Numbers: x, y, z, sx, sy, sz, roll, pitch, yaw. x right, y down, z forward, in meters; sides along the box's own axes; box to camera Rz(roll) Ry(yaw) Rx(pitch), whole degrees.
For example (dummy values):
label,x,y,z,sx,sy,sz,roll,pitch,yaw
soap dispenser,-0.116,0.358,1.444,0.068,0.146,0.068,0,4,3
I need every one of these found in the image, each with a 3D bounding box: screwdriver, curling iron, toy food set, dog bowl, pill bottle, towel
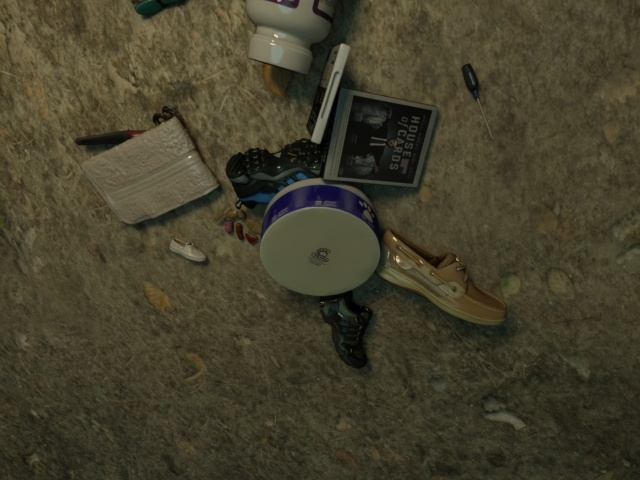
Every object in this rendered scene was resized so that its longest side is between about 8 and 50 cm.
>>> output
label,x,y,z,sx,sy,sz,roll,pitch,yaw
screwdriver,0.332,-0.287,0.848,0.025,0.024,0.170,-29,107,-15
curling iron,-0.445,-0.258,0.945,0.274,0.035,0.068,-10,114,9
toy food set,-0.198,-0.036,1.002,0.122,0.019,0.078,39,109,-15
dog bowl,0.000,0.000,0.895,0.265,0.104,0.265,0,131,1
pill bottle,-0.045,-0.480,0.750,0.169,0.169,0.301,17,110,1
towel,-0.405,-0.154,0.953,0.282,0.049,0.187,-21,117,14

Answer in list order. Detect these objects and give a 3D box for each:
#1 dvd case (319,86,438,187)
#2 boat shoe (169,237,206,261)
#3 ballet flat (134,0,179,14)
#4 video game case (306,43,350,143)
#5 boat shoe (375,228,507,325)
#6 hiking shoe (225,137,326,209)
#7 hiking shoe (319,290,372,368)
label,x,y,z,sx,sy,sz,roll,pitch,yaw
dvd case,0.123,-0.205,0.836,0.238,0.029,0.179,1,112,-25
boat shoe,-0.337,0.021,1.031,0.100,0.035,0.035,24,113,6
ballet flat,-0.340,-0.512,0.850,0.114,0.041,0.041,-13,107,11
video game case,0.010,-0.290,0.797,0.022,0.190,0.173,15,110,-12
boat shoe,0.285,0.085,0.928,0.341,0.121,0.110,25,111,0
hiking shoe,-0.054,-0.148,0.916,0.304,0.113,0.132,-5,139,2
hiking shoe,0.084,0.221,1.018,0.114,0.086,0.227,-21,104,17
